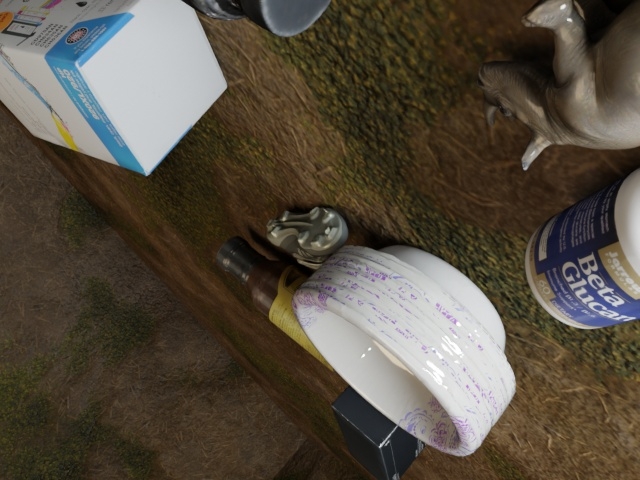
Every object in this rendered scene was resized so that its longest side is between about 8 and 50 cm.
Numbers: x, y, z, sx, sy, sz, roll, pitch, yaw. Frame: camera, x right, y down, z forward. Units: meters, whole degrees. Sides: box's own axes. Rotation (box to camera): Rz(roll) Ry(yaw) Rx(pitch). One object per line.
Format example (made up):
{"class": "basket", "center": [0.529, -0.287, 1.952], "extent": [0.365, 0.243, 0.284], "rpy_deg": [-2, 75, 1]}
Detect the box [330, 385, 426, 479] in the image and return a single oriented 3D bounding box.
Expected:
{"class": "box", "center": [0.128, 0.275, 0.989], "extent": [0.103, 0.184, 0.261], "rpy_deg": [32, 156, 28]}

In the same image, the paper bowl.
{"class": "paper bowl", "center": [0.111, 0.119, 0.763], "extent": [0.284, 0.148, 0.284], "rpy_deg": [37, 160, 16]}

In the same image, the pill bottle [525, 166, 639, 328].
{"class": "pill bottle", "center": [0.219, 0.001, 0.403], "extent": [0.094, 0.094, 0.169], "rpy_deg": [43, 160, 3]}

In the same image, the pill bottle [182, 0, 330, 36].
{"class": "pill bottle", "center": [-0.092, -0.246, 0.463], "extent": [0.219, 0.123, 0.122], "rpy_deg": [36, 158, 19]}

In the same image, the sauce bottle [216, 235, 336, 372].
{"class": "sauce bottle", "center": [-0.048, 0.111, 1.104], "extent": [0.344, 0.111, 0.111], "rpy_deg": [35, 158, 20]}

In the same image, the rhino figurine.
{"class": "rhino figurine", "center": [0.163, -0.100, 0.343], "extent": [0.106, 0.073, 0.243], "rpy_deg": [50, 161, -7]}

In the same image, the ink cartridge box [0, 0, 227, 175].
{"class": "ink cartridge box", "center": [-0.275, -0.218, 0.741], "extent": [0.233, 0.171, 0.168], "rpy_deg": [19, 151, 28]}

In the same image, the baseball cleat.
{"class": "baseball cleat", "center": [0.000, 0.000, 0.882], "extent": [0.109, 0.072, 0.206], "rpy_deg": [38, 169, -27]}
